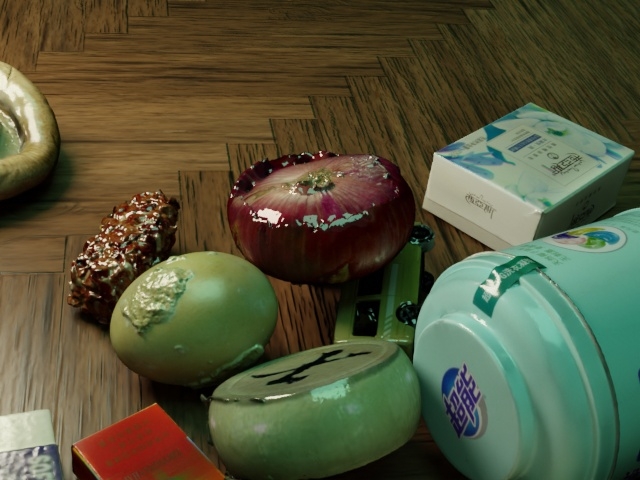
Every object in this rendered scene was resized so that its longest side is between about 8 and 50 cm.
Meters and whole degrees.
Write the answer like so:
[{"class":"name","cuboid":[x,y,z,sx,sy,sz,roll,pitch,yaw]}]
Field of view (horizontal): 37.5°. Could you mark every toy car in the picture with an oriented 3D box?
[{"class":"toy car","cuboid":[0.084,0.079,1.228,0.124,0.101,0.256,2,38,8]}]

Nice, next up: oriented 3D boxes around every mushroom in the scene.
[{"class":"mushroom","cuboid":[-0.469,-0.156,1.422,0.151,0.156,0.285,11,48,-15]}]

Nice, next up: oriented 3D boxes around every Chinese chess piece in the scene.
[{"class":"Chinese chess piece","cuboid":[-0.008,0.177,1.001,0.238,0.092,0.238,-14,5,1]}]

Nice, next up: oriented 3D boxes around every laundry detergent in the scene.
[{"class":"laundry detergent","cuboid":[0.275,0.132,1.034,0.305,0.287,0.287,-15,42,-27]}]

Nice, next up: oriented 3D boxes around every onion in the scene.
[{"class":"onion","cuboid":[0.003,-0.028,1.195,0.248,0.161,0.248,-14,40,12]}]

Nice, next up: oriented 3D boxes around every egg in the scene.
[{"class":"egg","cuboid":[-0.149,0.095,1.122,0.201,0.164,0.164,-14,40,-7]}]

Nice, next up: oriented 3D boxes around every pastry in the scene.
[{"class":"pastry","cuboid":[-0.256,0.019,1.253,0.115,0.097,0.208,10,39,10]}]

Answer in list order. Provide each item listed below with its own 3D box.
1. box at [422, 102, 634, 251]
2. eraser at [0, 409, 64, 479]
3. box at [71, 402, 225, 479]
[{"class":"box","cuboid":[0.327,-0.095,1.484,0.203,0.116,0.274,35,45,31]},{"class":"eraser","cuboid":[-0.299,0.291,0.900,0.124,0.081,0.279,-8,40,-20]},{"class":"box","cuboid":[-0.169,0.259,0.991,0.112,0.048,0.175,-22,45,-36]}]
